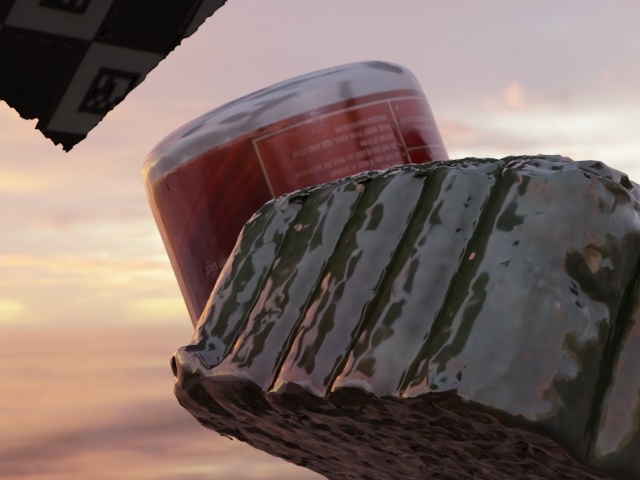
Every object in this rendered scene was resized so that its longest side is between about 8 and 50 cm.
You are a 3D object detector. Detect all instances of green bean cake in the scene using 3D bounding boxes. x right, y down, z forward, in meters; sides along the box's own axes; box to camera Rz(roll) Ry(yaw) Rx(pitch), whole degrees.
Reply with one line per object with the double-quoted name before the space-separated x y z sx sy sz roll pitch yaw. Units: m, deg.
"green bean cake" 0.068 0.043 0.515 0.181 0.094 0.173 30 -21 -32

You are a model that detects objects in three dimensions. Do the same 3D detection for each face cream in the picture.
"face cream" 0.000 0.000 1.038 0.201 0.187 0.201 -20 -6 -2

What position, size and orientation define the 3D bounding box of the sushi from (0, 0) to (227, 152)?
"sushi" -0.109 -0.210 0.741 0.292 0.059 0.294 -43 -31 -1
